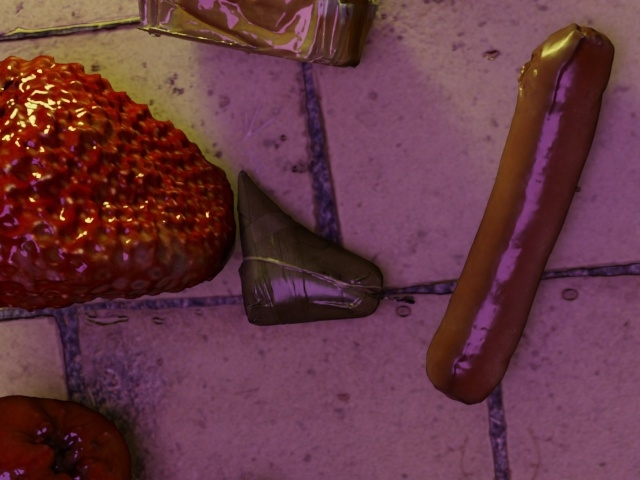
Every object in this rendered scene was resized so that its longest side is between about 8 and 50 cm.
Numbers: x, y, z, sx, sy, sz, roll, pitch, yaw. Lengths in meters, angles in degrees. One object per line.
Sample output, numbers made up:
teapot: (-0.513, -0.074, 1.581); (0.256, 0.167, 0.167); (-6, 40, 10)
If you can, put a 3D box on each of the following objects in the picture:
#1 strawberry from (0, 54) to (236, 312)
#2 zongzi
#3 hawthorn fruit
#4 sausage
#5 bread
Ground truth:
strawberry: (-0.264, -0.033, 1.890); (0.351, 0.312, 0.267); (19, 126, -4)
zongzi: (0.000, 0.000, 1.915); (0.189, 0.081, 0.178); (-6, 83, 12)
hawthorn fruit: (-0.358, 0.304, 2.015); (0.299, 0.211, 0.211); (-41, 85, 29)
sausage: (0.209, -0.026, 1.823); (0.094, 0.094, 0.419); (29, 108, 40)
bread: (-0.069, -0.251, 1.856); (0.241, 0.136, 0.107); (12, 100, 16)
